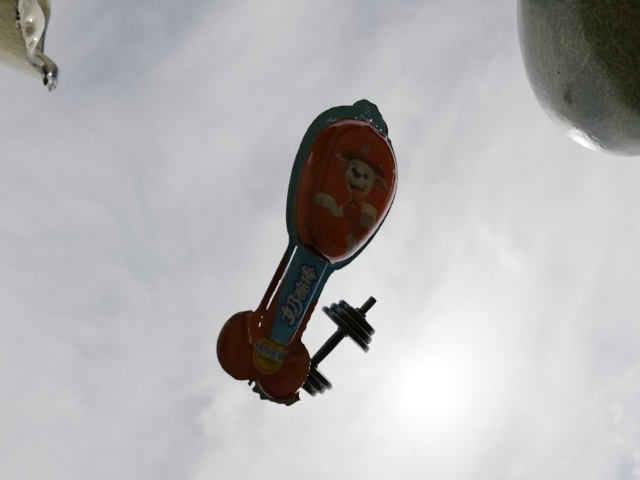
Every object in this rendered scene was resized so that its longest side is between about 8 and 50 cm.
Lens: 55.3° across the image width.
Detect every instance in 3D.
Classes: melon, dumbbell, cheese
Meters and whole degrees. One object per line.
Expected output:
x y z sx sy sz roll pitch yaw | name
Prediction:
0.343 -0.237 0.673 0.237 0.237 0.301 -46 -52 -13 | melon
0.012 0.164 0.941 0.208 0.099 0.099 -45 -76 -7 | dumbbell
0.000 0.000 0.477 0.106 0.037 0.256 35 -111 -30 | cheese

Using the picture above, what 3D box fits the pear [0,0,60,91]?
-0.344 -0.274 0.555 0.178 0.267 0.266 -2 -89 -17 | pear
